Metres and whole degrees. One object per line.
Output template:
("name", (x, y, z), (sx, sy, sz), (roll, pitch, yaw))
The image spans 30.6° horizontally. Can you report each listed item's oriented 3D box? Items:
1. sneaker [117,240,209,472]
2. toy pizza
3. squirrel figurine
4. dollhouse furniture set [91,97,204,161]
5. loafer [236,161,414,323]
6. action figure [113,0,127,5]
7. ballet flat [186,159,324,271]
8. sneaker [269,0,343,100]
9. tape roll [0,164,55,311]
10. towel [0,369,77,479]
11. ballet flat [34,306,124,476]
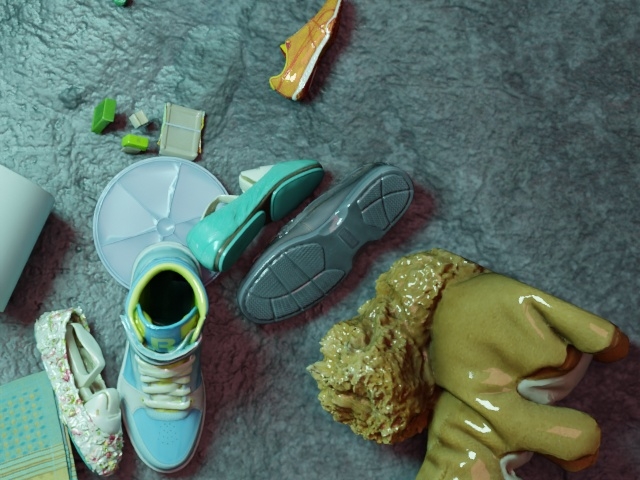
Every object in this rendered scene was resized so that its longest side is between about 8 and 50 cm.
("sneaker", (-0.208, 0.165, 1.532), (0.127, 0.208, 0.319), (-3, 94, -7))
("toy pizza", (-0.219, -0.018, 1.654), (0.201, 0.032, 0.201), (1, 86, -7))
("squirrel figurine", (0.185, 0.222, 1.585), (0.397, 0.281, 0.370), (25, 91, 12))
("dollhouse furniture set", (-0.247, -0.159, 1.675), (0.151, 0.058, 0.076), (12, 73, -24))
("loafer", (0.000, 0.000, 1.661), (0.302, 0.095, 0.109), (-40, 119, -5))
("action figure", (-0.328, -0.443, 1.659), (0.137, 0.063, 0.232), (-24, 108, 2))
("ballet flat", (-0.096, -0.054, 1.625), (0.087, 0.083, 0.247), (33, 54, 18))
("sneaker", (-0.019, -0.289, 1.698), (0.067, 0.064, 0.175), (27, 78, 8))
("tape roll", (-0.492, -0.029, 1.520), (0.246, 0.246, 0.169), (23, 80, -3))
("towel", (-0.438, 0.353, 1.482), (0.271, 0.040, 0.370), (-16, 50, -8))
("ballet flat", (-0.315, 0.196, 1.571), (0.077, 0.091, 0.241), (-32, 77, 23))
